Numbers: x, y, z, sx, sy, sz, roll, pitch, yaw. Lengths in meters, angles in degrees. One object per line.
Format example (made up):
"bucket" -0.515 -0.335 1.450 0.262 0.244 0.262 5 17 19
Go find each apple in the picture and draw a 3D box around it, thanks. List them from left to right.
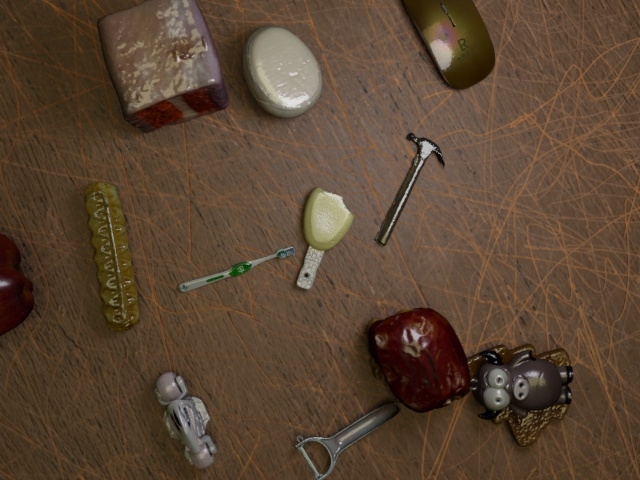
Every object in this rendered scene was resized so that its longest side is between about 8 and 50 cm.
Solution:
"apple" -0.814 0.114 1.615 0.317 0.288 0.288 -14 93 -16

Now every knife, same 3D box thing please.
"knife" 0.075 0.481 1.836 0.278 0.053 0.123 -31 90 -6

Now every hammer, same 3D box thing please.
"hammer" 0.216 -0.123 1.852 0.125 0.027 0.297 27 88 -2

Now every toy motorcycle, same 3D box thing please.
"toy motorcycle" -0.327 0.439 1.759 0.112 0.112 0.254 -25 93 -6

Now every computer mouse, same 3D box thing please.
"computer mouse" 0.325 -0.536 1.835 0.158 0.072 0.310 -29 94 -7

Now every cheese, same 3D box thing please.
"cheese" 0.000 0.000 1.819 0.127 0.050 0.255 18 91 -8

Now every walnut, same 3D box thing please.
"walnut" 0.227 0.298 1.779 0.244 0.222 0.269 -25 87 26

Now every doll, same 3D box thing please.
"doll" 0.495 0.362 1.808 0.257 0.117 0.182 1 95 -6

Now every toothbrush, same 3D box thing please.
"toothbrush" -0.207 0.072 1.809 0.304 0.030 0.030 -19 93 -3

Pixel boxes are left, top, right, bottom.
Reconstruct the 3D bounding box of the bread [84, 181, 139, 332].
"bread" -0.502 0.040 1.748 0.077 0.084 0.367 -9 91 36

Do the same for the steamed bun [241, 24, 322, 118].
"steamed bun" -0.100 -0.403 1.756 0.177 0.131 0.228 -31 93 -15

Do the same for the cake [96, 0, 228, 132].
"cake" -0.345 -0.393 1.644 0.237 0.309 0.230 -16 88 -2

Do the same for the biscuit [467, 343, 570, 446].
"biscuit" 0.510 0.371 1.890 0.301 0.043 0.278 30 90 -4
